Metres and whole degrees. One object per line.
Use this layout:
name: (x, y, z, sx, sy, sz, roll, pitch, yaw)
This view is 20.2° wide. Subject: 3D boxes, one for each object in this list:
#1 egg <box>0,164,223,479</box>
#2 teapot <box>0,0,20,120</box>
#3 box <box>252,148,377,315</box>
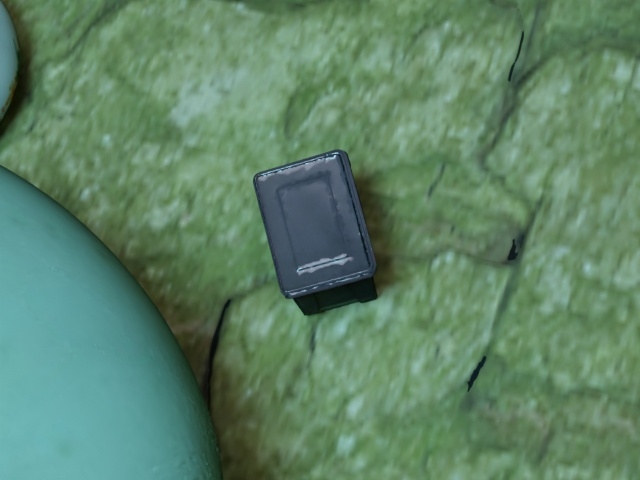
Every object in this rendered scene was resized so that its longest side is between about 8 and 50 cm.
egg: (-0.216, 0.096, 0.963, 0.276, 0.276, 0.389, -44, 68, -9)
teapot: (-0.269, -0.106, 1.156, 0.145, 0.092, 0.226, 4, 73, 12)
box: (0.000, 0.000, 1.081, 0.060, 0.063, 0.084, -16, 66, 1)
